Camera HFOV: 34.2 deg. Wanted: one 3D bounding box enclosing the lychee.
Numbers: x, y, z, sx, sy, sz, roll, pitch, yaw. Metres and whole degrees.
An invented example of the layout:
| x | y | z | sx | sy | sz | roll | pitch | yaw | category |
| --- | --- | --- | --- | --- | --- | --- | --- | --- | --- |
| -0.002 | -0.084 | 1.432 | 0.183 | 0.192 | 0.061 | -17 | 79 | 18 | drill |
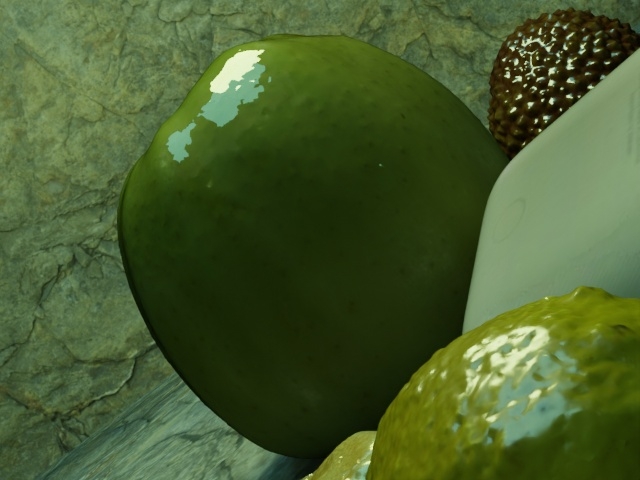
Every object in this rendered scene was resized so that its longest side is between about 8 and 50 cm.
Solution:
| x | y | z | sx | sy | sz | roll | pitch | yaw | category |
| --- | --- | --- | --- | --- | --- | --- | --- | --- | --- |
| 0.366 | -0.197 | 1.446 | 0.267 | 0.267 | 0.267 | -36 | 5 | 4 | lychee |

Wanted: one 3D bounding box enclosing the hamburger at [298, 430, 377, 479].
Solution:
| x | y | z | sx | sy | sz | roll | pitch | yaw | category |
| --- | --- | --- | --- | --- | --- | --- | --- | --- | --- |
| 0.002 | 0.229 | 0.749 | 0.214 | 0.108 | 0.214 | -35 | 4 | 3 | hamburger |

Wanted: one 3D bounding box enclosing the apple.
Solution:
| x | y | z | sx | sy | sz | roll | pitch | yaw | category |
| --- | --- | --- | --- | --- | --- | --- | --- | --- | --- |
| 0.000 | 0.000 | 1.157 | 0.474 | 0.473 | 0.473 | -36 | 5 | 4 | apple |

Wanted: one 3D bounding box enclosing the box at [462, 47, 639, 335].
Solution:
| x | y | z | sx | sy | sz | roll | pitch | yaw | category |
| --- | --- | --- | --- | --- | --- | --- | --- | --- | --- |
| 0.246 | -0.022 | 0.767 | 0.349 | 0.141 | 0.288 | -43 | 19 | 44 | box |

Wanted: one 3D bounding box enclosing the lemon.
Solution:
| x | y | z | sx | sy | sz | roll | pitch | yaw | category |
| --- | --- | --- | --- | --- | --- | --- | --- | --- | --- |
| 0.119 | 0.122 | 0.473 | 0.192 | 0.192 | 0.231 | -42 | 0 | -44 | lemon |
